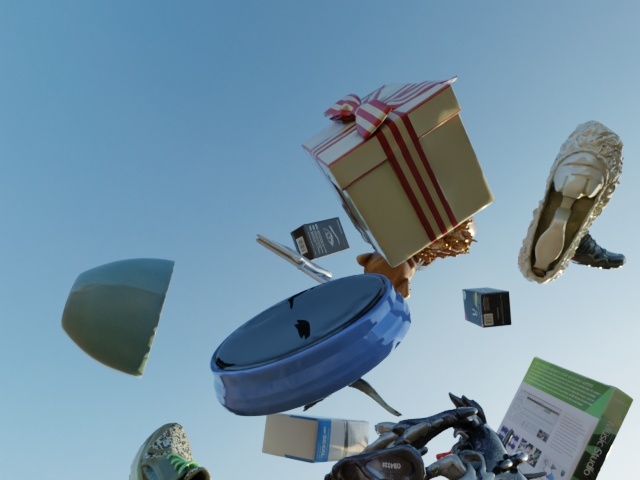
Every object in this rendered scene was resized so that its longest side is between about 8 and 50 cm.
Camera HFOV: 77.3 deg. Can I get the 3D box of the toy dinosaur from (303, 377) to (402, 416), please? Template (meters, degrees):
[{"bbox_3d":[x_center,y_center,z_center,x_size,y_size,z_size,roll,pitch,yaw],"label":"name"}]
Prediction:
[{"bbox_3d":[0.012,0.231,0.678,0.118,0.268,0.063,-1,-85,-23],"label":"toy dinosaur"}]

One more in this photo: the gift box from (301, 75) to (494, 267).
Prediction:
[{"bbox_3d":[0.137,-0.156,0.740,0.276,0.255,0.258,-37,-64,-3],"label":"gift box"}]

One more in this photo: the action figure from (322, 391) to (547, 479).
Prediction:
[{"bbox_3d":[0.105,0.226,0.349,0.141,0.164,0.276,-41,-37,24],"label":"action figure"}]

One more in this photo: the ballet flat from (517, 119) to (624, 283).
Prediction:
[{"bbox_3d":[0.580,-0.072,0.934,0.147,0.147,0.408,12,-72,-1],"label":"ballet flat"}]

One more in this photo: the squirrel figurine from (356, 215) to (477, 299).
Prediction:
[{"bbox_3d":[0.282,-0.015,1.183,0.281,0.370,0.397,45,-22,10],"label":"squirrel figurine"}]

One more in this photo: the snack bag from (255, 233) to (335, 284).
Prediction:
[{"bbox_3d":[-0.016,0.097,1.303,0.343,0.323,0.037,31,-91,24],"label":"snack bag"}]

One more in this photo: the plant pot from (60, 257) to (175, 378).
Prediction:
[{"bbox_3d":[-0.487,0.164,0.958,0.196,0.290,0.290,17,-54,-20],"label":"plant pot"}]

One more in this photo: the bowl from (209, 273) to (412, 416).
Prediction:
[{"bbox_3d":[-0.025,0.173,0.763,0.392,0.391,0.077,-20,-82,20],"label":"bowl"}]

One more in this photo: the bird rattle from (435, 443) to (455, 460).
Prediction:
[{"bbox_3d":[0.401,0.644,1.064,0.207,0.254,0.143,-43,-106,33],"label":"bird rattle"}]

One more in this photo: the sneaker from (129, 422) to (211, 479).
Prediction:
[{"bbox_3d":[-0.282,0.512,0.816,0.182,0.410,0.158,-44,-66,2],"label":"sneaker"}]

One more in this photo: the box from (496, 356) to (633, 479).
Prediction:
[{"bbox_3d":[0.499,0.437,0.881,0.059,0.232,0.321,30,-95,-8],"label":"box"}]

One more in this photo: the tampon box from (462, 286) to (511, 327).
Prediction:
[{"bbox_3d":[0.590,0.236,1.431,0.102,0.161,0.120,-4,-92,-3],"label":"tampon box"}]

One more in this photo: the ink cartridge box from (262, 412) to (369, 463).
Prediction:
[{"bbox_3d":[-0.005,0.439,0.896,0.148,0.085,0.203,-13,-29,36],"label":"ink cartridge box"}]

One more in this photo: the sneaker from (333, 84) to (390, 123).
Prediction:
[{"bbox_3d":[0.168,-0.421,1.351,0.121,0.302,0.108,55,-32,-7],"label":"sneaker"}]

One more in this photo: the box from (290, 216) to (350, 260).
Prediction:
[{"bbox_3d":[0.000,0.000,1.705,0.108,0.207,0.153,-28,-101,51],"label":"box"}]

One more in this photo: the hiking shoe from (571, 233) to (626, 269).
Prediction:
[{"bbox_3d":[0.697,0.010,1.058,0.227,0.086,0.114,11,-86,2],"label":"hiking shoe"}]
